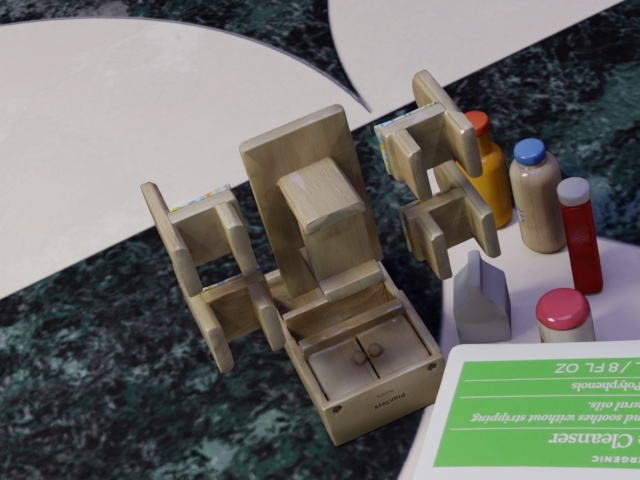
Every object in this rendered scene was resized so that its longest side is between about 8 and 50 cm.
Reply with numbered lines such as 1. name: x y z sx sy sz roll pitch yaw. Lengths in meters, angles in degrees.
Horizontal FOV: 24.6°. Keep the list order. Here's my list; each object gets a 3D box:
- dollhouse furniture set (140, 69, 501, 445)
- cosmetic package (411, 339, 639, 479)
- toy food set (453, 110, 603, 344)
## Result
1. dollhouse furniture set: 0.000 0.000 1.059 0.212 0.242 0.161 -23 41 -7
2. cosmetic package: 0.139 0.238 0.811 0.197 0.155 0.365 -4 41 25
3. toy food set: 0.152 0.006 1.104 0.111 0.104 0.232 -6 42 13
